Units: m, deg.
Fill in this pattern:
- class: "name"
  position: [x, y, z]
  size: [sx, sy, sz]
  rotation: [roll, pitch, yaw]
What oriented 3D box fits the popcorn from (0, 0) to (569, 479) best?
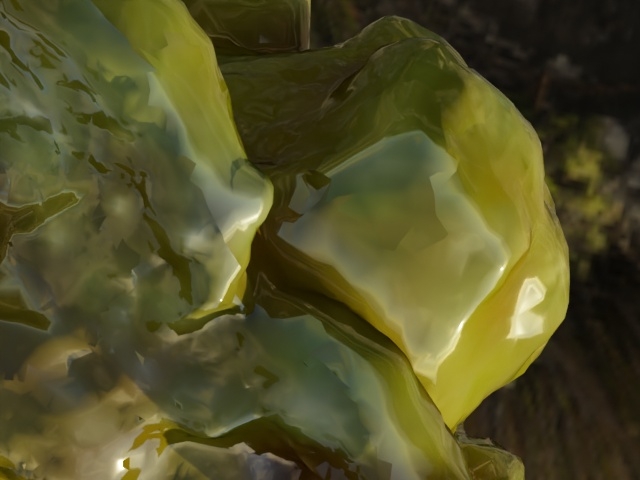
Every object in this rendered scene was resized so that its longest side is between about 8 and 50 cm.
- class: "popcorn"
  position: [-0.079, 0.021, 0.673]
  size: [0.326, 0.290, 0.321]
  rotation: [3, 107, 9]
